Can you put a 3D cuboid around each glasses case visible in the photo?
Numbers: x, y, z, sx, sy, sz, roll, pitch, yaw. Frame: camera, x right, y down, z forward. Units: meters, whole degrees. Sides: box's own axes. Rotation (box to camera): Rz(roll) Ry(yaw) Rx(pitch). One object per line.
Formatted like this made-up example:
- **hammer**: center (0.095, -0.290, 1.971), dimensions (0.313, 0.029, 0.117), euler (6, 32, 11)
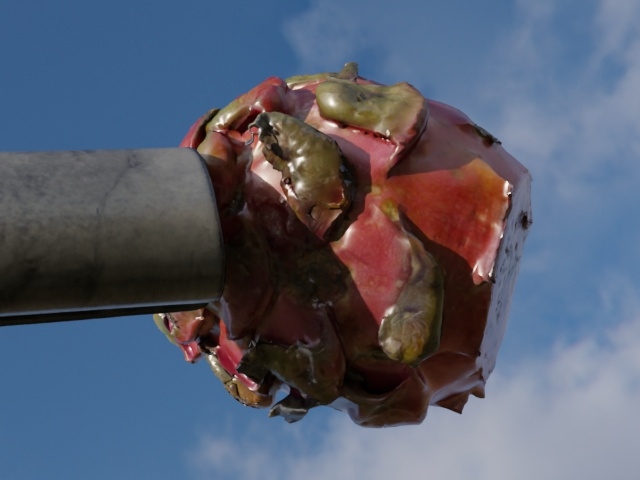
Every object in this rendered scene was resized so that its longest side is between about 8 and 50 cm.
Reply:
- **glasses case**: center (-0.208, -0.005, 0.702), dimensions (0.299, 0.114, 0.060), euler (-3, -29, -23)

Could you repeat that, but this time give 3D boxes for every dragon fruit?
- **dragon fruit**: center (0.000, 0.000, 0.882), dimensions (0.291, 0.269, 0.250), euler (8, -87, 17)
